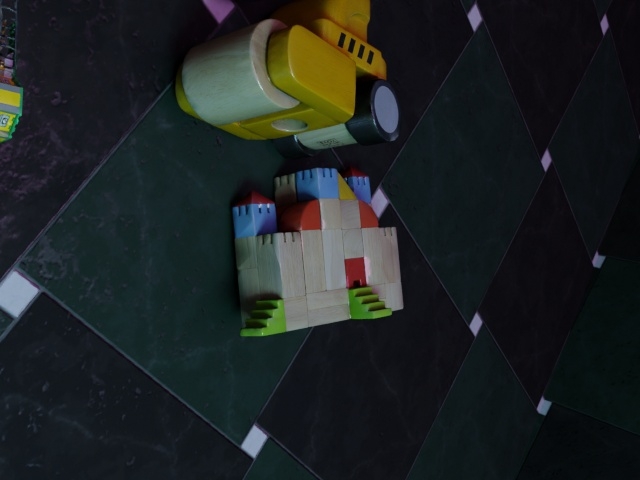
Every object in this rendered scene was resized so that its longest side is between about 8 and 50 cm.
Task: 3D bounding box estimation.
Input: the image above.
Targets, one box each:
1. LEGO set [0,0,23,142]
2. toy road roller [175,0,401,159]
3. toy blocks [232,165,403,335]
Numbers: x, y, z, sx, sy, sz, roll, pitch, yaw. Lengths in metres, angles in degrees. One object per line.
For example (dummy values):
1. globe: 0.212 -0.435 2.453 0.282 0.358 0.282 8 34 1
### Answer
1. LEGO set: -0.392 -0.224 0.601 0.192 0.255 0.331 7 88 -47
2. toy road roller: -0.035 -0.268 1.017 0.330 0.203 0.240 13 75 -52
3. toy blocks: 0.000 0.000 1.132 0.381 0.191 0.260 -4 88 -47
